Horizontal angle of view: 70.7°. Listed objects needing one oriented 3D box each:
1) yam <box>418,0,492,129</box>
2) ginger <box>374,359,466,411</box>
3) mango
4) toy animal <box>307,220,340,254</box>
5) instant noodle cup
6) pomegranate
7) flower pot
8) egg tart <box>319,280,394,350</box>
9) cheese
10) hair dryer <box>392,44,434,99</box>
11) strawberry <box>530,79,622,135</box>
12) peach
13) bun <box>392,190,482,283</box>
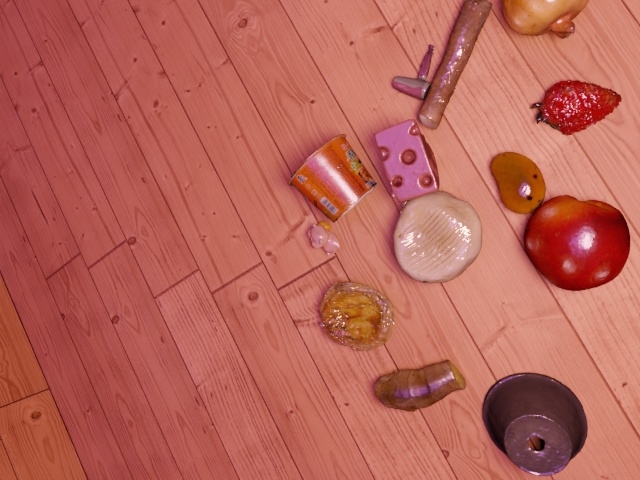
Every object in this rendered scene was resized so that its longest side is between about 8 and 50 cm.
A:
[{"bbox_3d":[0.366,-0.488,1.254,0.081,0.081,0.356,26,100,19],"label":"yam"},{"bbox_3d":[0.290,0.434,1.334,0.263,0.116,0.109,-22,126,17],"label":"ginger"},{"bbox_3d":[0.532,-0.158,1.207,0.115,0.090,0.177,-21,77,29],"label":"mango"},{"bbox_3d":[0.000,0.000,1.434,0.091,0.082,0.114,-38,80,21],"label":"toy animal"},{"bbox_3d":[0.046,-0.176,1.341,0.230,0.230,0.182,-42,87,19],"label":"instant noodle cup"},{"bbox_3d":[0.558,-0.614,1.115,0.207,0.207,0.207,1,94,22],"label":"pomegranate"},{"bbox_3d":[0.566,0.501,1.192,0.269,0.166,0.268,1,92,22],"label":"flower pot"},{"bbox_3d":[0.117,0.225,1.398,0.252,0.098,0.231,-22,91,26],"label":"egg tart"},{"bbox_3d":[0.249,-0.220,1.267,0.128,0.177,0.202,-20,92,22],"label":"cheese"},{"bbox_3d":[0.290,-0.494,1.311,0.106,0.054,0.154,31,94,22],"label":"hair dryer"},{"bbox_3d":[0.648,-0.344,1.148,0.192,0.085,0.140,26,100,17],"label":"strawberry"},{"bbox_3d":[0.626,0.009,1.117,0.244,0.200,0.243,5,99,31],"label":"peach"},{"bbox_3d":[0.331,-0.014,1.258,0.259,0.160,0.259,4,97,32],"label":"bun"}]
